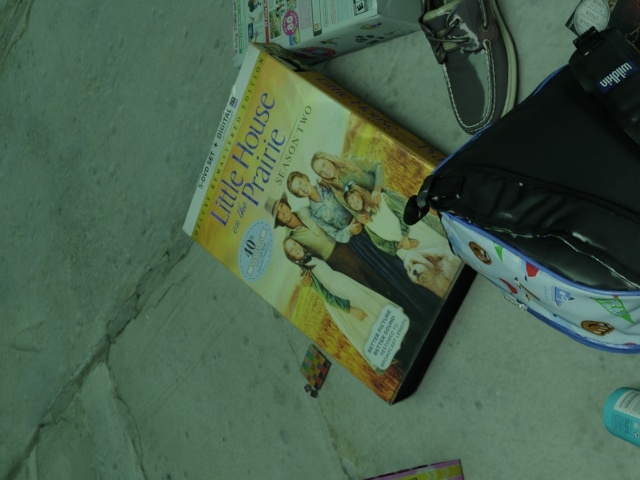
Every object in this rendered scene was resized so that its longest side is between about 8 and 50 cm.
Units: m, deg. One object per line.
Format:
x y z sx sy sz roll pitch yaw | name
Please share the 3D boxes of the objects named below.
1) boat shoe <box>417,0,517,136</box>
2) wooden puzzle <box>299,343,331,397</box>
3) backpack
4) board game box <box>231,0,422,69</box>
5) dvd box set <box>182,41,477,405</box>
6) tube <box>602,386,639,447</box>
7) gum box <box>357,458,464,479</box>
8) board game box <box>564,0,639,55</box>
0.162 -0.261 1.158 0.102 0.092 0.285 -10 82 49 | boat shoe
-0.008 0.185 1.424 0.049 0.006 0.083 43 122 40 | wooden puzzle
0.266 -0.021 0.911 0.276 0.213 0.263 -43 42 -7 | backpack
-0.003 -0.371 1.348 0.303 0.097 0.224 -6 85 48 | board game box
0.013 -0.031 1.286 0.420 0.062 0.308 38 118 27 | dvd box set
0.355 0.187 0.924 0.207 0.052 0.080 13 81 66 | tube
0.095 0.332 1.166 0.062 0.188 0.107 -24 73 46 | gum box
0.370 -0.211 0.954 0.243 0.042 0.165 53 127 35 | board game box
